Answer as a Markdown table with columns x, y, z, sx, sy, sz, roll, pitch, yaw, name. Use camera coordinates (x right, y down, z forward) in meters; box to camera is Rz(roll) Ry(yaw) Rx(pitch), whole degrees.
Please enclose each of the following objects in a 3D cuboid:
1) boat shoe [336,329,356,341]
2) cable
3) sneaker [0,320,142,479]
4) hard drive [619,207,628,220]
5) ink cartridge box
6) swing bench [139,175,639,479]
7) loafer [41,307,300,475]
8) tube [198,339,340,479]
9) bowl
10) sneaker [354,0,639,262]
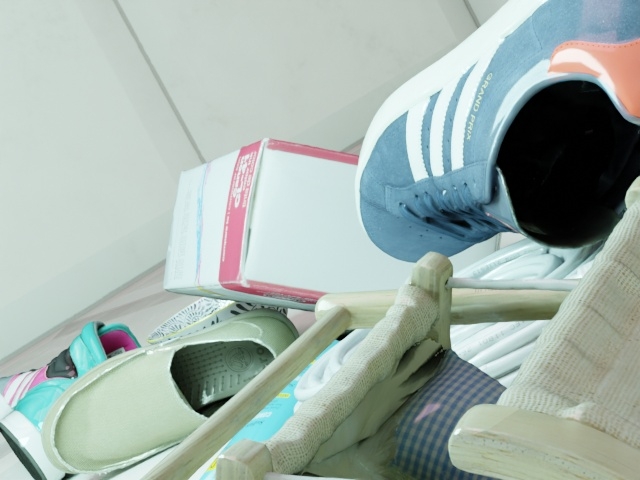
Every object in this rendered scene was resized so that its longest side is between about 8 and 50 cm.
| x | y | z | sx | sy | sz | roll | pitch | yaw | name |
| --- | --- | --- | --- | --- | --- | --- | --- | --- | --- |
| 0.029 | 0.091 | 1.264 | 0.050 | 0.045 | 0.135 | -28 | 7 | 3 | boat shoe |
| 0.108 | 0.073 | 0.929 | 0.257 | 0.089 | 0.257 | -28 | 6 | 0 | cable |
| -0.276 | 0.165 | 1.580 | 0.178 | 0.123 | 0.295 | -36 | 17 | -16 | sneaker |
| 0.321 | -0.061 | 1.164 | 0.237 | 0.064 | 0.339 | -29 | 8 | -6 | hard drive |
| 0.000 | 0.000 | 1.297 | 0.226 | 0.131 | 0.306 | 9 | -3 | -18 | ink cartridge box |
| 0.085 | 0.094 | 0.560 | 0.255 | 0.165 | 0.253 | -24 | 8 | 30 | swing bench |
| -0.145 | 0.141 | 1.355 | 0.269 | 0.102 | 0.092 | -28 | 1 | -1 | loafer |
| -0.039 | 0.153 | 1.113 | 0.080 | 0.052 | 0.207 | -35 | 7 | 44 | tube |
| -0.097 | 0.100 | 1.551 | 0.170 | 0.080 | 0.170 | -27 | 7 | 3 | bowl |
| 0.118 | -0.042 | 0.911 | 0.350 | 0.131 | 0.148 | 130 | 149 | -55 | sneaker |
